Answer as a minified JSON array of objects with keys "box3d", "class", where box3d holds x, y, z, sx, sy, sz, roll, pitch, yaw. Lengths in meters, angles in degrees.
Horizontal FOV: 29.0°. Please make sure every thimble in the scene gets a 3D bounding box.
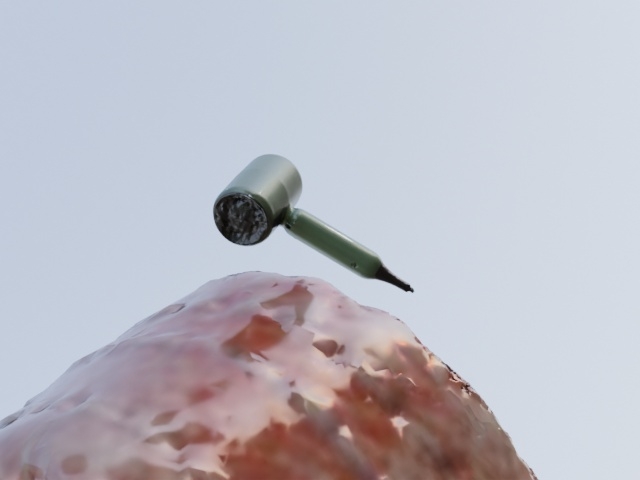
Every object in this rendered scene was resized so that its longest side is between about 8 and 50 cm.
[{"box3d":[-0.027,0.139,0.509,0.162,0.239,0.239,-40,-37,-35],"class":"thimble"}]

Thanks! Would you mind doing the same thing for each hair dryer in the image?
[{"box3d":[0.000,0.000,0.867,0.047,0.150,0.071,-59,-2,32],"class":"hair dryer"}]
